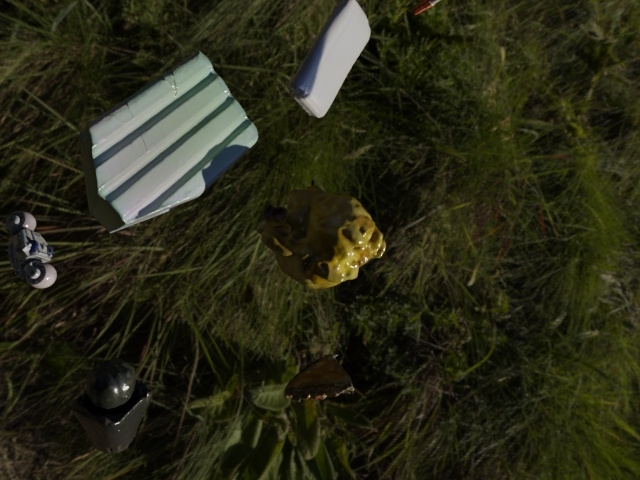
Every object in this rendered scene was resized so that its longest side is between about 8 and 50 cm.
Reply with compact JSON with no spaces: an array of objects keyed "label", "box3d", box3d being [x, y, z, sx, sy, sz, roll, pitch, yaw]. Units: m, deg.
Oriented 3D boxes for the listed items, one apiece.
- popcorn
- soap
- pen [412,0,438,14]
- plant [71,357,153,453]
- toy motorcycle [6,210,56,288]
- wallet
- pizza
[{"label":"popcorn","box3d":[-0.004,0.001,0.927,0.254,0.190,0.191,24,53,16]},{"label":"soap","box3d":[-0.294,-0.176,0.852,0.208,0.115,0.346,53,53,-24]},{"label":"pen","box3d":[0.336,-0.658,1.187,0.028,0.239,0.028,3,85,-35]},{"label":"plant","box3d":[-0.537,0.430,1.177,0.164,0.142,0.255,-42,142,-60]},{"label":"toy motorcycle","box3d":[-0.834,0.031,1.283,0.254,0.112,0.112,57,19,17]},{"label":"wallet","box3d":[0.019,-0.299,0.740,0.033,0.189,0.095,28,-5,33]},{"label":"pizza","box3d":[0.017,0.353,1.124,0.185,0.195,0.052,-33,107,-35]}]
